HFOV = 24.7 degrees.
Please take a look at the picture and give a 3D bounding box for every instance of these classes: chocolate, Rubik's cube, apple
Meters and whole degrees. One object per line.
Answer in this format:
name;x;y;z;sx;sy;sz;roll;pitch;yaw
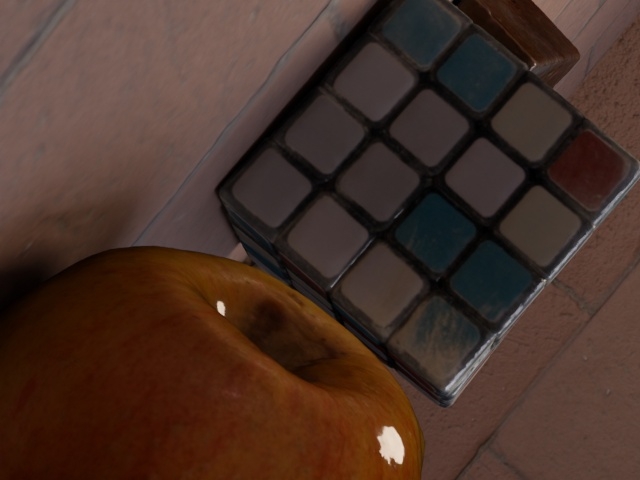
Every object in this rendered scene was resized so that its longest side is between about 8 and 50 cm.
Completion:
chocolate;0.204;-0.206;1.612;0.112;0.112;0.321;-50;172;18
Rubik's cube;0.092;-0.028;1.286;0.259;0.256;0.253;-50;172;-7
apple;-0.099;0.153;0.930;0.275;0.299;0.299;-59;171;8

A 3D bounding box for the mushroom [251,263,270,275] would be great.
mushroom;-0.067;0.142;1.583;0.122;0.159;0.329;1;154;-17
